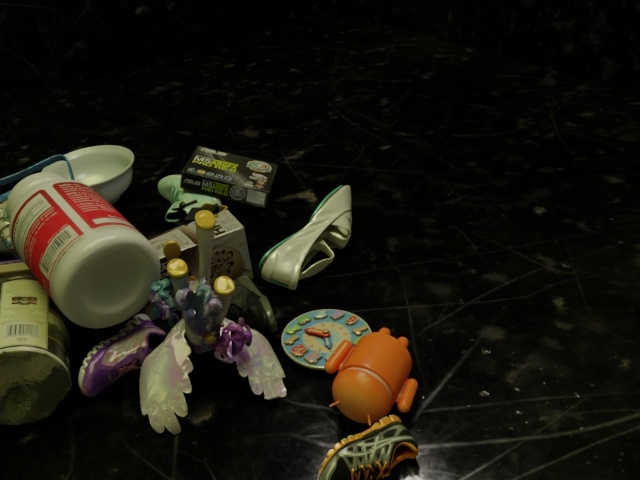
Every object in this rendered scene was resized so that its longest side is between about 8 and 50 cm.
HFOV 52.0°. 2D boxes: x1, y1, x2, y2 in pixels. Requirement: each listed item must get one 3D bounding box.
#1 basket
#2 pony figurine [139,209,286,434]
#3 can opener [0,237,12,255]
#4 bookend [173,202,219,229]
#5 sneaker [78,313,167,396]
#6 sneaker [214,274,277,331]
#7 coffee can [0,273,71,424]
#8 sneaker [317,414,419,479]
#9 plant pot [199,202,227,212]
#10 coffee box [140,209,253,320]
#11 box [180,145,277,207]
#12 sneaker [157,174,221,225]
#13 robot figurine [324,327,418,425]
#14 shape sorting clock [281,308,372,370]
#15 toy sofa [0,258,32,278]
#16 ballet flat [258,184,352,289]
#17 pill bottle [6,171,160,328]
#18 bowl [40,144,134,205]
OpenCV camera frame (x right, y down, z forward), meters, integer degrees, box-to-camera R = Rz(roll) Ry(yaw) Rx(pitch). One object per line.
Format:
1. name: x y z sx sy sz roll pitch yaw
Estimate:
1. basket: -0.778 -0.093 1.801 0.254 0.201 0.289 -29 57 -12
2. pony figurine: -0.245 0.176 1.374 0.302 0.363 0.351 -9 49 -18
3. can opener: -0.828 0.022 1.910 0.283 0.076 0.095 12 70 25
4. bookend: -0.350 -0.019 1.792 0.156 0.157 0.072 2 34 12
5. sneaker: -0.428 0.259 1.454 0.104 0.095 0.236 19 40 22
6. sneaker: -0.189 0.168 1.554 0.130 0.087 0.227 -24 34 -21
7. coffee can: -0.652 0.230 1.428 0.201 0.202 0.275 -15 35 -12
8. sneaker: 0.085 0.393 1.173 0.214 0.084 0.083 -26 43 -28
9. plant pot: -0.316 -0.049 1.898 0.081 0.083 0.081 10 36 23
10. coffee box: -0.337 0.060 1.663 0.297 0.168 0.119 -21 36 -23
11. box: -0.283 -0.204 2.063 0.270 0.060 0.216 14 30 -2
12. sneaker: -0.446 -0.124 2.016 0.255 0.094 0.151 21 36 31
13. robot figurine: 0.102 0.272 1.309 0.128 0.158 0.219 -25 17 41
14. shape sorting clock: 0.014 0.218 1.482 0.206 0.040 0.206 -4 34 3
15. toy sofa: -0.765 0.100 1.690 0.362 0.150 0.177 -7 35 -1
16. ballet flat: 0.000 0.000 1.757 0.139 0.139 0.400 18 45 32
17. pill bottle: -0.554 0.002 1.482 0.229 0.229 0.407 -28 44 -29
18. bowl: -0.738 -0.188 2.132 0.297 0.134 0.298 -5 34 3
